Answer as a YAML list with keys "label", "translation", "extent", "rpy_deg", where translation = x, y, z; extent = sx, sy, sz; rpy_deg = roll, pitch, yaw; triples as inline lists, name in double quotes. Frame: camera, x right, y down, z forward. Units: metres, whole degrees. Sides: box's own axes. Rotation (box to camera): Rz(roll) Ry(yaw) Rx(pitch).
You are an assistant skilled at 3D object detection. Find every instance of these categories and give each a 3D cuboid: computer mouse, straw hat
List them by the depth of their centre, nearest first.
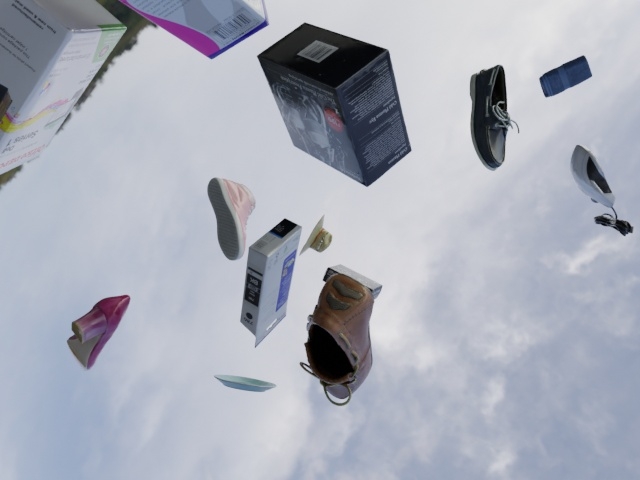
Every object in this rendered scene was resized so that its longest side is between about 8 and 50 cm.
- label: "computer mouse"
  translation: [0.502, -0.089, 1.057]
  extent: [0.042, 0.193, 0.106]
  rpy_deg: [-34, -163, 10]
- label: "straw hat"
  translation: [0.000, 0.000, 1.677]
  extent: [0.061, 0.144, 0.145]
  rpy_deg: [32, -94, 4]

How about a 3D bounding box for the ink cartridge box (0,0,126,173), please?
- label: "ink cartridge box"
  translation: [-0.437, -0.236, 0.843]
  extent: [0.278, 0.117, 0.201]
  rpy_deg: [-47, -167, 18]

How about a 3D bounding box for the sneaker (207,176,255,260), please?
- label: "sneaker"
  translation: [-0.123, -0.033, 0.879]
  extent: [0.051, 0.070, 0.135]
  rpy_deg: [-34, -114, 37]

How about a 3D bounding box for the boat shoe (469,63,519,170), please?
- label: "boat shoe"
  translation: [0.404, -0.288, 1.336]
  extent: [0.079, 0.095, 0.255]
  rpy_deg: [-19, -120, 46]

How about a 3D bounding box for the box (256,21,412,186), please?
- label: "box"
  translation: [0.040, -0.361, 1.522]
  extent: [0.179, 0.313, 0.343]
  rpy_deg: [-40, -134, -15]

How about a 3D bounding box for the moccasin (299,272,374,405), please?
- label: "moccasin"
  translation: [0.029, 0.221, 1.111]
  extent: [0.139, 0.380, 0.147]
  rpy_deg: [31, -120, 15]

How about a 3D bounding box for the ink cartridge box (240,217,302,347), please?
- label: "ink cartridge box"
  translation: [-0.136, 0.116, 1.519]
  extent: [0.065, 0.333, 0.165]
  rpy_deg: [25, -141, 18]

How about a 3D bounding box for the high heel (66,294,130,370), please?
- label: "high heel"
  translation: [-0.458, 0.192, 1.200]
  extent: [0.082, 0.117, 0.244]
  rpy_deg: [46, -37, 15]

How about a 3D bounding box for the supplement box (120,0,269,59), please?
- label: "supplement box"
  translation: [-0.180, -0.344, 0.733]
  extent: [0.111, 0.220, 0.114]
  rpy_deg: [-21, -108, 26]

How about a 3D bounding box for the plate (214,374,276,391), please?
- label: "plate"
  translation: [-0.222, 0.422, 1.692]
  extent: [0.188, 0.188, 0.024]
  rpy_deg: [1, -103, 43]

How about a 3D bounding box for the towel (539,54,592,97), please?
- label: "towel"
  translation: [0.618, -0.415, 1.458]
  extent: [0.119, 0.067, 0.029]
  rpy_deg: [-24, -150, 15]

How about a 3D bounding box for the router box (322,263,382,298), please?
- label: "router box"
  translation: [0.077, 0.100, 1.354]
  extent: [0.122, 0.092, 0.038]
  rpy_deg: [26, -80, 18]
